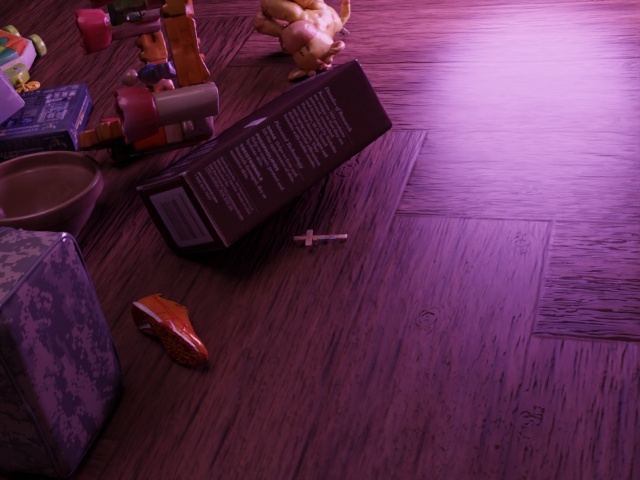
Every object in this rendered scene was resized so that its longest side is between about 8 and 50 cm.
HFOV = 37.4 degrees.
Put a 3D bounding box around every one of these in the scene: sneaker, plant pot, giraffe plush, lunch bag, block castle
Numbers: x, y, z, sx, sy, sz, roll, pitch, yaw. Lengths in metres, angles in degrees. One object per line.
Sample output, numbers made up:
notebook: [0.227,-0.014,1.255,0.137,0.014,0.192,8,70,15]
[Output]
sneaker: [-0.206,0.120,1.352,0.067,0.064,0.175,-24,40,-30]
plant pot: [-0.479,-0.052,1.608,0.237,0.110,0.237,-6,33,4]
giraffe plush: [-0.030,-0.419,1.950,0.210,0.181,0.171,17,45,-17]
lunch bag: [-0.427,0.132,1.200,0.256,0.305,0.213,1,38,17]
block castle: [-0.333,-0.294,1.614,0.212,0.303,0.453,-14,4,-16]

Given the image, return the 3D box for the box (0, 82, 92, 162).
box: [-0.599,-0.238,1.935,0.232,0.059,0.183,-8,39,6]

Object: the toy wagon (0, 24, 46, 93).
toy wagon: [-0.776,-0.411,2.210,0.344,0.068,0.267,24,50,39]

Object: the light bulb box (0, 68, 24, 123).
light bulb box: [-0.829,-0.305,1.781,0.361,0.358,0.225,-41,42,-6]

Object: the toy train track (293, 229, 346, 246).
toy train track: [0.000,0.000,1.486,0.083,0.014,0.048,-3,30,4]

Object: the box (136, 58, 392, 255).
box: [-0.086,-0.136,1.533,0.381,0.143,0.191,-36,15,-31]
